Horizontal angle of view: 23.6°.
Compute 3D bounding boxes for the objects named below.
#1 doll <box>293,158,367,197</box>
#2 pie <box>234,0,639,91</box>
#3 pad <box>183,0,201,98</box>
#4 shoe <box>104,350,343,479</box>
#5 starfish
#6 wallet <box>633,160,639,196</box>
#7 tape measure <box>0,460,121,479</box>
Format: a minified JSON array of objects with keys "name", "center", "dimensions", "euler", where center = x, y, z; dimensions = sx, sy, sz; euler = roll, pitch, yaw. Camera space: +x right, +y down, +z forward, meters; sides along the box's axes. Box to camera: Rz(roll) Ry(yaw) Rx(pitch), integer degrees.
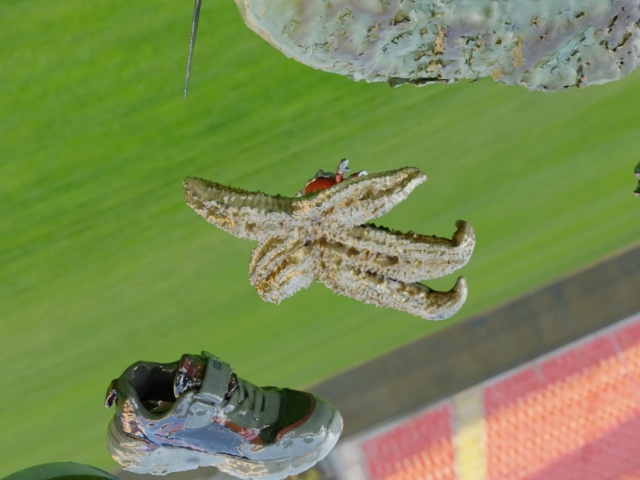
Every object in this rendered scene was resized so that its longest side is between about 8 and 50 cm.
[{"name":"doll","center":[0.011,-0.055,1.656],"dimensions":[0.114,0.057,0.039],"euler":[-5,-137,48]},{"name":"pie","center":[0.141,-0.289,1.235],"dimensions":[0.418,0.180,0.395],"euler":[-2,127,-29]},{"name":"pad","center":[-0.051,-0.157,0.736],"dimensions":[0.003,0.157,0.112],"euler":[10,164,-5]},{"name":"shoe","center":[-0.095,0.143,1.397],"dimensions":[0.227,0.125,0.099],"euler":[-3,-149,12]},{"name":"starfish","center":[-0.002,0.001,1.161],"dimensions":[0.071,0.238,0.216],"euler":[-56,167,-37]},{"name":"wallet","center":[0.431,-0.103,1.643],"dimensions":[0.167,0.036,0.222],"euler":[-9,-162,24]},{"name":"tape measure","center":[-0.189,0.253,1.099],"dimensions":[0.181,0.182,0.107],"euler":[-32,-153,-20]}]
